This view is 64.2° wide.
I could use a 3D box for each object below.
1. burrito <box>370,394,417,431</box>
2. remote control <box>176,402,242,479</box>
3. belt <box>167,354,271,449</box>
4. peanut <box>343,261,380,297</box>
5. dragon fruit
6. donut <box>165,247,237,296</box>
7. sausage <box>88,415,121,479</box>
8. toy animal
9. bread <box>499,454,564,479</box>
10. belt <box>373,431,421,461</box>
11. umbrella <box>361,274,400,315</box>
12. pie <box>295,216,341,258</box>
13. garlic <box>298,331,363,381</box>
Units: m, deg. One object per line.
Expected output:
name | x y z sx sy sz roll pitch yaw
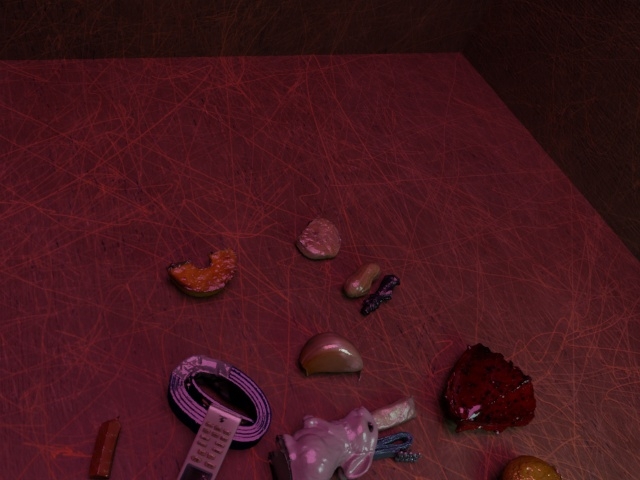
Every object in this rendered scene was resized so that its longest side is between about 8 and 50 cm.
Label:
burrito | 0.223 0.612 1.772 0.275 0.059 0.082 -10 73 -26
remote control | -0.330 0.621 1.468 0.102 0.055 0.277 24 83 -1
belt | -0.317 0.508 1.607 0.346 0.117 0.212 32 52 4
peanut | 0.175 0.157 2.078 0.098 0.090 0.214 30 50 19
dragon fruit | 0.589 0.592 1.913 0.329 0.228 0.286 -30 35 -15
donut | -0.418 0.135 1.862 0.258 0.101 0.152 -15 62 -31
sausage | -0.617 0.591 1.465 0.065 0.065 0.170 10 51 -13
toy animal | 0.031 0.659 1.580 0.357 0.194 0.258 -5 57 -27
bread | 0.706 0.851 1.720 0.239 0.139 0.240 10 51 -13
belt | 0.236 0.704 1.708 0.179 0.065 0.100 -4 48 -21
umbrella | 0.244 0.228 2.071 0.224 0.080 0.071 -42 111 -35
pie | 0.001 -0.002 2.158 0.185 0.052 0.218 35 48 9
garlic | 0.044 0.414 1.827 0.244 0.145 0.164 10 83 -15
